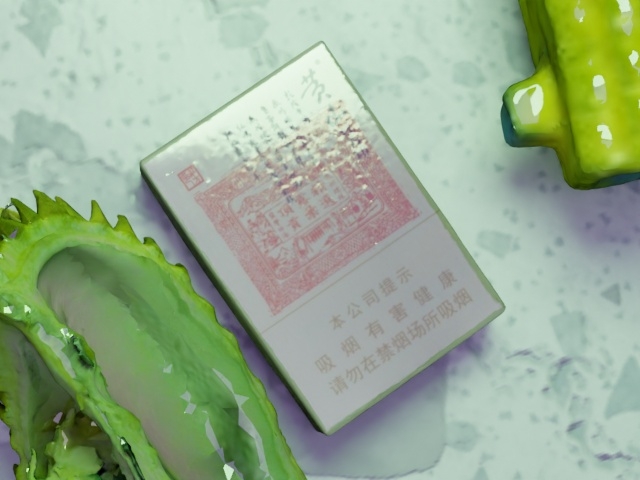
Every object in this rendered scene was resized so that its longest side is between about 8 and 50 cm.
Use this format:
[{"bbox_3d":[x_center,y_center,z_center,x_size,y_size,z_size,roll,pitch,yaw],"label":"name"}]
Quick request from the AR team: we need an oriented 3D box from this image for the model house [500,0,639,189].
[{"bbox_3d":[0.244,-0.160,0.948,0.303,0.215,0.237,-12,88,-3],"label":"model house"}]

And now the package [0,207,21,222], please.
[{"bbox_3d":[-0.288,0.000,0.938,0.226,0.090,0.168,30,81,0],"label":"package"}]

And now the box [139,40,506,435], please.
[{"bbox_3d":[0.000,0.000,0.983,0.141,0.058,0.201,-33,89,-7],"label":"box"}]

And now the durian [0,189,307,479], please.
[{"bbox_3d":[-0.089,0.129,0.908,0.157,0.169,0.356,-31,97,-9],"label":"durian"}]
